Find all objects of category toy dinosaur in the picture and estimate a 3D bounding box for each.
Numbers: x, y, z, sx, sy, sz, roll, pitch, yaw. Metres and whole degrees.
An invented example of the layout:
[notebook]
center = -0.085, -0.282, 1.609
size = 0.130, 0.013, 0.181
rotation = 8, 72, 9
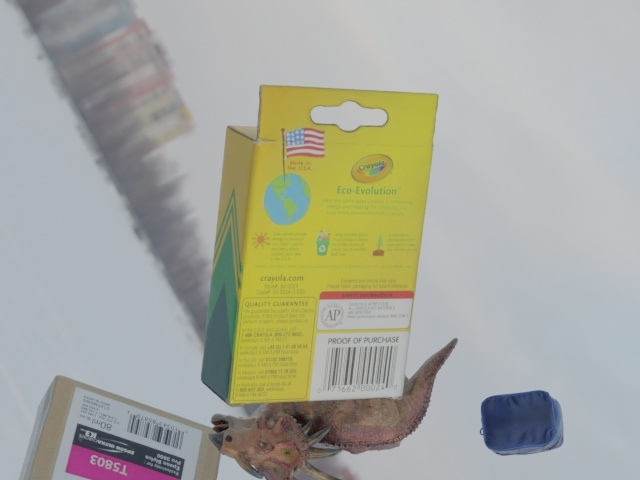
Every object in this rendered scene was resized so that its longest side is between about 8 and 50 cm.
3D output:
[toy dinosaur]
center = 0.025, 0.204, 1.798
size = 0.200, 0.295, 0.127
rotation = -102, -179, -57

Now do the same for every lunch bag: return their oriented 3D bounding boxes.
[lunch bag]
center = 0.230, 0.213, 1.817
size = 0.065, 0.098, 0.067
rotation = 39, 46, -65

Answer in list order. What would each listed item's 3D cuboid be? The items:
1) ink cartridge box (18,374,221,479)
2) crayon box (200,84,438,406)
[ink cartridge box]
center = -0.251, 0.297, 1.957
size = 0.088, 0.234, 0.193
rotation = 125, -21, -44
[crayon box]
center = 0.000, 0.000, 1.572
size = 0.081, 0.202, 0.319
rotation = 30, -64, 60
